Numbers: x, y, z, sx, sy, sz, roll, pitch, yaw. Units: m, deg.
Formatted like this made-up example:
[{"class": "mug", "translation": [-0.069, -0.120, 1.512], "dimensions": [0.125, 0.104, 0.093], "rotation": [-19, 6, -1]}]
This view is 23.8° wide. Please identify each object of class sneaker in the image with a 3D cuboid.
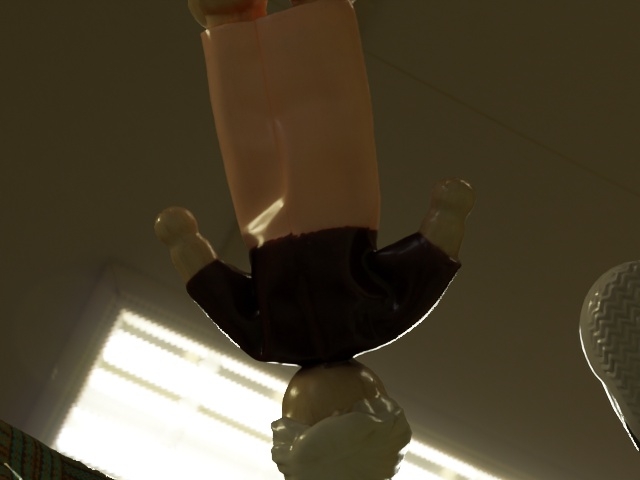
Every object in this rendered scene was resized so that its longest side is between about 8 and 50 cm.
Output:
[{"class": "sneaker", "translation": [0.289, 0.162, 1.171], "dimensions": [0.366, 0.210, 0.137], "rotation": [47, -106, -15]}]

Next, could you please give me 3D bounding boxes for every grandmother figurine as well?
[{"class": "grandmother figurine", "translation": [0.000, 0.000, 0.973], "dimensions": [0.207, 0.104, 0.342], "rotation": [-9, -96, 26]}]

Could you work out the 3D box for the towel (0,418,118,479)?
[{"class": "towel", "translation": [-0.193, 0.139, 0.646], "dimensions": [0.040, 0.271, 0.370], "rotation": [-40, -47, 17]}]
